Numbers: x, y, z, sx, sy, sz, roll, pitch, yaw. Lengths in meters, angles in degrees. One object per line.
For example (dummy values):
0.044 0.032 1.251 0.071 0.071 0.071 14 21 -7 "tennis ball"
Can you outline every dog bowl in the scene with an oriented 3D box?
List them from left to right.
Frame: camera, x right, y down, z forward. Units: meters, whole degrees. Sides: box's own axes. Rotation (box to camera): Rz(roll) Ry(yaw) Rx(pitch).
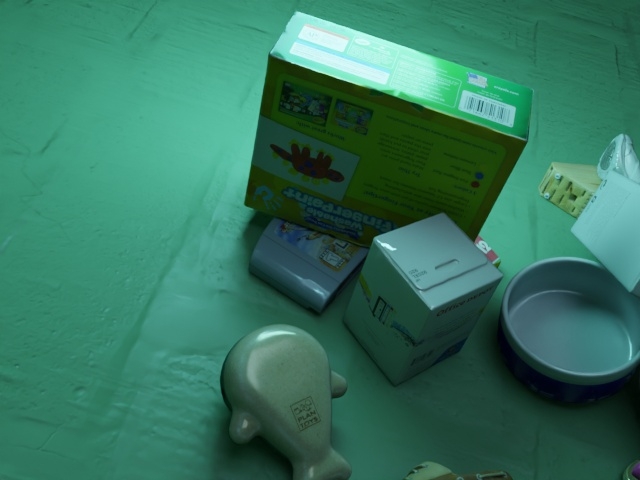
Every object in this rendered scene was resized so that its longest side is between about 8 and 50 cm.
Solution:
0.466 0.163 1.389 0.265 0.104 0.265 -2 49 2 "dog bowl"

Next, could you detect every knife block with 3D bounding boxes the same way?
0.692 -0.122 1.774 0.276 0.088 0.242 36 48 19 "knife block"

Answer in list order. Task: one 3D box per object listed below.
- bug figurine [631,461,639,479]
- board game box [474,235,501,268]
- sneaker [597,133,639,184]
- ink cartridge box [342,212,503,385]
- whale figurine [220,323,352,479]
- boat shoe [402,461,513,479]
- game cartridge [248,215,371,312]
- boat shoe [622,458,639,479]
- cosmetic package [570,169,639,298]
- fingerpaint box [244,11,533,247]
0.598 0.413 1.176 0.216 0.279 0.072 -3 15 1 "bug figurine"
0.259 -0.023 1.600 0.124 0.039 0.259 -17 52 -29 "board game box"
0.695 -0.140 1.681 0.115 0.090 0.232 20 55 -6 "sneaker"
0.174 0.102 1.318 0.171 0.232 0.168 -20 56 -31 "ink cartridge box"
-0.055 0.272 1.192 0.216 0.141 0.272 -22 81 -31 "whale figurine"
0.169 0.404 1.128 0.324 0.122 0.120 7 41 -20 "boat shoe"
0.000 0.000 1.493 0.198 0.062 0.297 34 48 11 "game cartridge"
0.653 0.393 1.280 0.285 0.089 0.104 -3 50 -18 "boat shoe"
0.641 0.019 1.370 0.230 0.161 0.453 29 14 0 "cosmetic package"
0.110 -0.166 1.384 0.445 0.371 0.163 19 48 3 "fingerpaint box"
